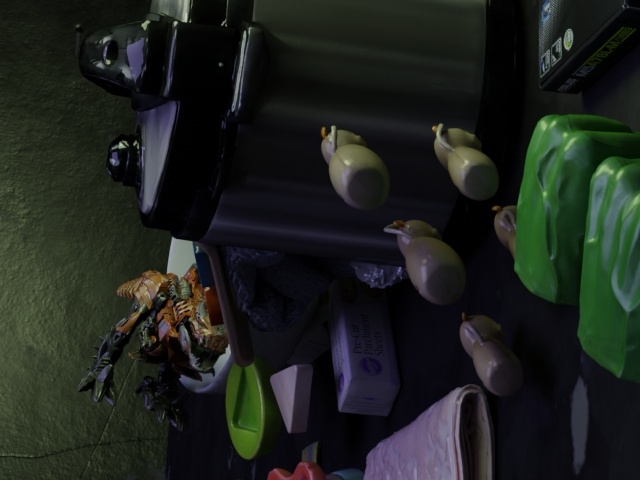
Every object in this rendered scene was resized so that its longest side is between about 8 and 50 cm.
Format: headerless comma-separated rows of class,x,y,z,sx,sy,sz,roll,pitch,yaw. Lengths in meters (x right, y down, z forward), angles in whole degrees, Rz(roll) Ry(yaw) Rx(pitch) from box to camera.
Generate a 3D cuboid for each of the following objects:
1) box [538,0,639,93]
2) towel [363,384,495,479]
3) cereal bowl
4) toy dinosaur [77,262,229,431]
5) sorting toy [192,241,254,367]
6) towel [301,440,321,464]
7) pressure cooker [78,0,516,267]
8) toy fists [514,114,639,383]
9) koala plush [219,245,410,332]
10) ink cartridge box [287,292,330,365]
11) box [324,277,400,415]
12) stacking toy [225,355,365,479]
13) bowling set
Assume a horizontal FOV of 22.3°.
box,0.235,-0.243,1.373,0.184,0.045,0.191,128,146,-71
towel,0.101,0.334,1.658,0.332,0.053,0.317,130,145,-66
cereal bowl,-0.091,0.046,2.219,0.339,0.141,0.339,-173,90,-67
toy dinosaur,-0.201,0.122,2.152,0.322,0.164,0.218,-125,60,-81
sorting toy,-0.141,-0.022,1.986,0.307,0.041,0.229,-103,-1,-45
towel,-0.013,0.313,2.260,0.083,0.009,0.060,129,146,-66
pressure cooker,-0.040,-0.165,1.696,0.370,0.420,0.375,111,162,-49
toy fists,0.222,-0.009,1.208,0.279,0.096,0.142,-120,28,-67
koala plush,0.000,0.000,1.930,0.196,0.221,0.203,-103,-1,-55
ink cartridge box,0.006,0.050,2.252,0.232,0.066,0.189,-35,47,52
box,0.044,0.073,2.006,0.324,0.067,0.063,-96,17,-46
stacking toy,-0.012,0.280,2.009,0.309,0.130,0.279,171,97,-66
bowling set,0.150,-0.022,1.455,0.287,0.200,0.154,56,-177,-16
